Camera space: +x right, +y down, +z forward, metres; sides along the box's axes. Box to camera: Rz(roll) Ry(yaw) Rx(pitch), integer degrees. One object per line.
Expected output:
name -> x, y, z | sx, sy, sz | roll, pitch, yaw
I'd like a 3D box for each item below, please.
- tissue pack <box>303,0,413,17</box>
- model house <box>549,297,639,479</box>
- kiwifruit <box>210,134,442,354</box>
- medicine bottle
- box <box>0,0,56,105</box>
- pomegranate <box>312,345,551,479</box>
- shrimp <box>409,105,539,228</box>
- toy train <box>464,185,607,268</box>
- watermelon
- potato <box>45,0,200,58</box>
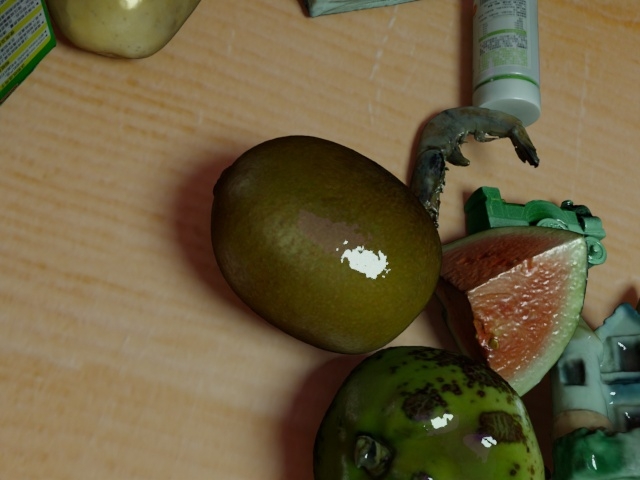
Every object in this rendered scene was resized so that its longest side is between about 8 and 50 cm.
tissue pack -> 0.038, -0.459, 0.835 | 0.228, 0.103, 0.315 | -18, 81, -24
model house -> 0.378, 0.140, 0.688 | 0.325, 0.267, 0.194 | -74, 148, -46
kiwifruit -> 0.000, 0.000, 0.633 | 0.234, 0.196, 0.196 | 35, 66, -2
medicine bottle -> 0.242, -0.243, 0.846 | 0.086, 0.086, 0.183 | 11, 71, -15
box -> -0.327, -0.207, 0.551 | 0.103, 0.250, 0.180 | 31, 67, -1
pomegranate -> 0.133, 0.217, 0.601 | 0.277, 0.204, 0.221 | 15, 68, -15
shrimp -> 0.179, -0.077, 0.764 | 0.148, 0.035, 0.195 | 8, 70, 22
toy train -> 0.266, -0.006, 0.793 | 0.178, 0.071, 0.104 | 3, 62, -16
watermelon -> 0.196, 0.078, 0.693 | 0.137, 0.193, 0.145 | -39, 112, -46
potato -> -0.204, -0.305, 0.693 | 0.150, 0.146, 0.233 | 13, 66, 20
